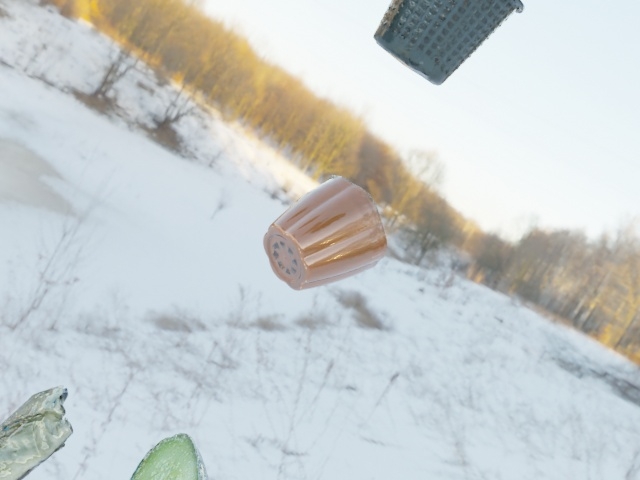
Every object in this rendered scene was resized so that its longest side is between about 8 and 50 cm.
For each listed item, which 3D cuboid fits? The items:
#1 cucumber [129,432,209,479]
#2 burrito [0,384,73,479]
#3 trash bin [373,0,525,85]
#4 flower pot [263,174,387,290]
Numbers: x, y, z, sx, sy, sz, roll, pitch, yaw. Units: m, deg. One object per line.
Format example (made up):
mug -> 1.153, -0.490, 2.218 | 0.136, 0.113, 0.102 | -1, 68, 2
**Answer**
cucumber -> -0.163, 0.296, 0.884 | 0.063, 0.115, 0.244 | 60, 5, -19
burrito -> -0.254, 0.177, 0.597 | 0.051, 0.171, 0.042 | 37, -20, 54
trash bin -> 0.165, -0.306, 1.101 | 0.175, 0.161, 0.175 | 33, 15, -10
flower pot -> 0.000, 0.000, 1.464 | 0.173, 0.191, 0.190 | -29, 47, -33
